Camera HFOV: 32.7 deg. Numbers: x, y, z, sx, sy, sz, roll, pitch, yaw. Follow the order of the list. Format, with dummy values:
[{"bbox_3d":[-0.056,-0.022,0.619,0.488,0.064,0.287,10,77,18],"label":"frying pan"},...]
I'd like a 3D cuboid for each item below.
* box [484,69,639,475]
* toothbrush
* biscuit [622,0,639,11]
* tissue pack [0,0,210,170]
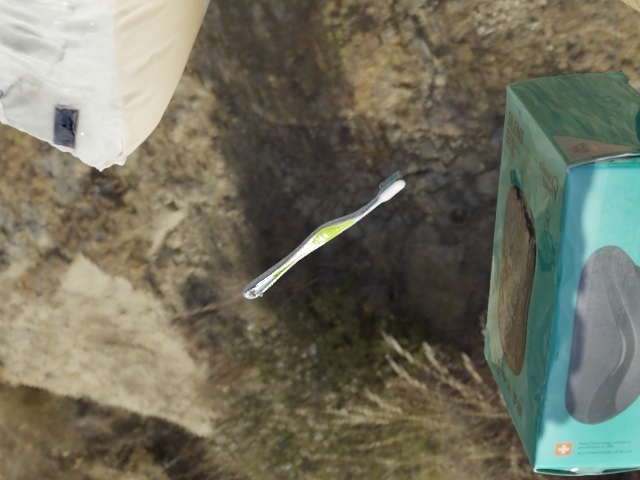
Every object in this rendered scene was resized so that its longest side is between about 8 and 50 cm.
[{"bbox_3d":[0.232,0.027,0.981,0.205,0.118,0.311,-106,15,-61],"label":"box"},{"bbox_3d":[0.000,0.000,1.303,0.263,0.026,0.022,-38,124,24],"label":"toothbrush"},{"bbox_3d":[0.399,-0.451,1.606,0.044,0.325,0.217,-48,47,7],"label":"biscuit"},{"bbox_3d":[-0.156,-0.295,0.874,0.195,0.376,0.390,21,150,2],"label":"tissue pack"}]
